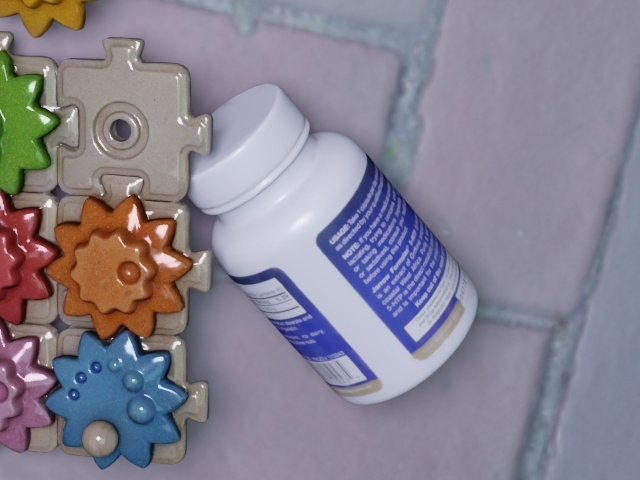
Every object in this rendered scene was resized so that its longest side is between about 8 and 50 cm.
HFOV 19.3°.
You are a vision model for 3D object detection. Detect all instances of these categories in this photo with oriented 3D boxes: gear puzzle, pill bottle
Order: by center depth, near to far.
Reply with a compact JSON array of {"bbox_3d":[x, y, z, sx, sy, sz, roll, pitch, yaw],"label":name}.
[{"bbox_3d":[-0.150,-0.032,1.069,0.175,0.044,0.339,4,103,13],"label":"gear puzzle"},{"bbox_3d":[0.000,0.000,1.139,0.112,0.112,0.187,-43,113,-6],"label":"pill bottle"}]
